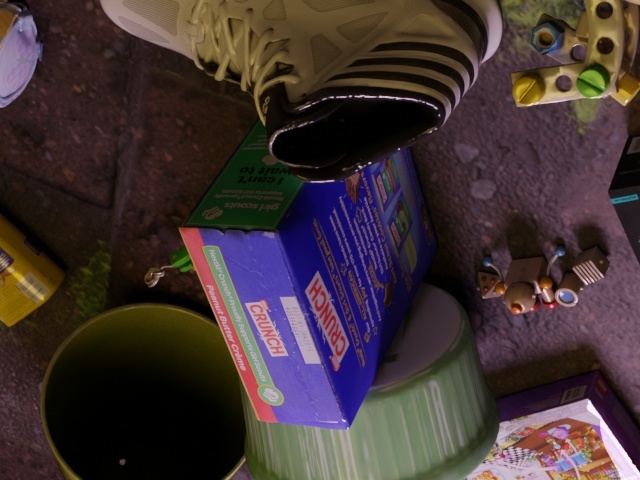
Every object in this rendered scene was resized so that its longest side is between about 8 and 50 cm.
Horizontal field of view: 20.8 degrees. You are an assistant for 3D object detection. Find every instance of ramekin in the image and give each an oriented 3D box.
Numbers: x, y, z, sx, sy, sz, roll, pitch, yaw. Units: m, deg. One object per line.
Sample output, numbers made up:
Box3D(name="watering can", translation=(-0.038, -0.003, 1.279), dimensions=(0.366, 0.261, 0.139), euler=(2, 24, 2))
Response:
Box3D(name="ramekin", translation=(0.048, 0.167, 2.013), dimensions=(0.303, 0.303, 0.148), euler=(2, 121, 24))

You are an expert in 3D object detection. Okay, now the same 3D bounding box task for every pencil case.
Box3D(name="pencil case", translation=(-0.467, -0.245, 2.033), dimensions=(0.273, 0.113, 0.124), euler=(16, 122, 13))

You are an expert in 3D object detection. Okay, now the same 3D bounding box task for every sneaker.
Box3D(name="sneaker", translation=(-0.060, -0.201, 1.775), dimensions=(0.447, 0.257, 0.169), euler=(10, 131, 18))

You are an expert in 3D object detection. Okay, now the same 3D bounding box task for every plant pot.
Box3D(name="plant pot", translation=(-0.227, 0.268, 2.275), dimensions=(0.274, 0.275, 0.293), euler=(24, 150, 5))

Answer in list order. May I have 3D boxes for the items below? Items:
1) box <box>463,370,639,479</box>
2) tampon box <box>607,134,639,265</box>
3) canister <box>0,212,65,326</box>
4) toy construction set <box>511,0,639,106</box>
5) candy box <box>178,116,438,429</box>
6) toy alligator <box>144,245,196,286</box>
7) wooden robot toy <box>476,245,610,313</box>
Box3D(name="box", translation=(0.267, 0.283, 2.164), dimensions=(0.293, 0.057, 0.201), euler=(-20, 116, 36))
Box3D(name="tampon box", translation=(0.390, -0.027, 1.815), dimensions=(0.120, 0.101, 0.161), euler=(-10, 123, 32))
Box3D(name="canister", translation=(-0.430, 0.023, 2.267), dimensions=(0.170, 0.073, 0.126), euler=(44, 132, -16))
Box3D(name="toy construction set", translation=(0.361, -0.190, 1.660), dimensions=(0.327, 0.151, 0.215), euler=(15, 108, 3))
Box3D(name="candy box", translation=(0.000, 0.000, 1.873), dimensions=(0.122, 0.317, 0.268), euler=(-1, 127, 26))
Box3D(name="toy alligator", translation=(-0.144, 0.012, 2.140), dimensions=(0.051, 0.056, 0.189), euler=(9, 148, -40))
Box3D(name="wooden robot toy", translation=(0.242, 0.061, 1.975), dimensions=(0.173, 0.079, 0.076), euler=(-9, 123, 32))
